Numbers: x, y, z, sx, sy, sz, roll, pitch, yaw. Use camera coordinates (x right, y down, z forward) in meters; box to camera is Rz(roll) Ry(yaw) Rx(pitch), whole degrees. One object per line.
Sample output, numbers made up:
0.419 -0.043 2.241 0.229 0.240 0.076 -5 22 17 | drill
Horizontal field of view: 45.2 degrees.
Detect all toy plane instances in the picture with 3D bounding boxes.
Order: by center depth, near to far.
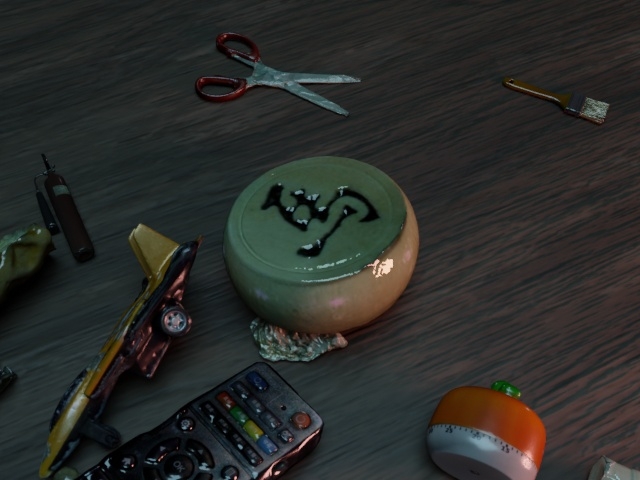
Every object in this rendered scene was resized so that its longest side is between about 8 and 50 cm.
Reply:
-0.231 0.139 0.913 0.103 0.204 0.316 24 76 -17 | toy plane

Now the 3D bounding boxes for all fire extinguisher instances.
-0.362 -0.041 1.068 0.049 0.035 0.173 -41 61 19 | fire extinguisher

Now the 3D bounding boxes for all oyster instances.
-0.032 0.118 0.973 0.100 0.037 0.098 -29 63 -18 | oyster

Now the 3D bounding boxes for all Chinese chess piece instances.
0.000 0.000 0.979 0.250 0.101 0.250 -5 46 5 | Chinese chess piece

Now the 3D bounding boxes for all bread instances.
-0.442 0.063 0.964 0.232 0.088 0.128 -40 26 -29 | bread

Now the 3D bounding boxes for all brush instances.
0.370 -0.227 1.215 0.170 0.014 0.043 22 59 12 | brush

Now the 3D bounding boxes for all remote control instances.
-0.170 0.273 0.806 0.398 0.062 0.144 -28 56 -36 | remote control

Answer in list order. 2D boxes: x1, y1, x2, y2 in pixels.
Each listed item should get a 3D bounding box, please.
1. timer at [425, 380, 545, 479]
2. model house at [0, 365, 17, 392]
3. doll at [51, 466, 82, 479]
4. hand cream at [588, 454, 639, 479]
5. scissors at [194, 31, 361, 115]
0.195 0.217 0.889 0.136 0.099 0.136 9 53 -11 | timer
-0.423 0.163 0.930 0.083 0.057 0.058 38 90 -1 | model house
-0.222 0.374 0.782 0.286 0.091 0.202 34 29 6 | doll
0.406 0.309 0.866 0.205 0.050 0.078 23 60 7 | hand cream
-0.064 -0.256 1.218 0.247 0.017 0.144 14 59 5 | scissors
